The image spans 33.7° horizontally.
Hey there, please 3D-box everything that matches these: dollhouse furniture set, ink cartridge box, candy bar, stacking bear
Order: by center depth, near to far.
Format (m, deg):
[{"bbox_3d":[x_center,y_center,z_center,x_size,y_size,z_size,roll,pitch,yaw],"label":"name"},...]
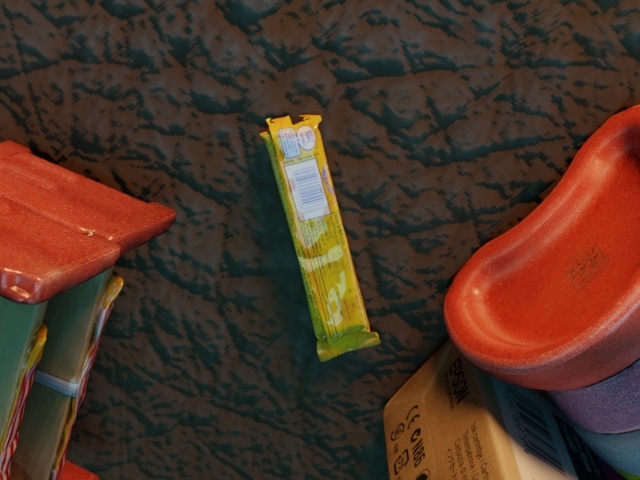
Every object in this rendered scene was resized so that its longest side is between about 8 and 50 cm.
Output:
[{"bbox_3d":[0.137,0.177,0.593,0.193,0.235,0.088,36,107,-13],"label":"ink cartridge box"},{"bbox_3d":[-0.295,0.013,0.599,0.374,0.152,0.201,25,110,9],"label":"dollhouse furniture set"},{"bbox_3d":[0.240,0.089,0.610,0.289,0.164,0.175,38,106,-18],"label":"stacking bear"},{"bbox_3d":[0.000,0.000,0.641,0.040,0.018,0.162,-14,110,1],"label":"candy bar"}]
